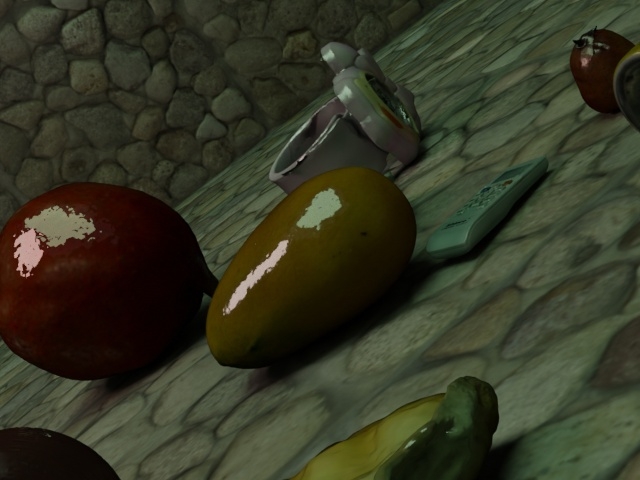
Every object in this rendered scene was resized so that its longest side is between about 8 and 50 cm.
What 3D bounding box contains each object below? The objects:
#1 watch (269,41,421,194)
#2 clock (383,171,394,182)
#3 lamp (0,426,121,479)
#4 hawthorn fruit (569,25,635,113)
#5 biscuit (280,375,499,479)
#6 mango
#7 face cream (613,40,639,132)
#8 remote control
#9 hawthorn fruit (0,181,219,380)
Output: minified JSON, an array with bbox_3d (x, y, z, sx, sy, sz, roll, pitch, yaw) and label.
[{"bbox_3d":[0.025,-0.157,1.517,0.217,0.211,0.248,-40,19,20],"label":"watch"},{"bbox_3d":[0.000,0.000,1.233,0.236,0.053,0.236,-32,-2,-1],"label":"clock"},{"bbox_3d":[-0.210,0.227,0.696,0.180,0.180,0.258,-40,-9,-18],"label":"lamp"},{"bbox_3d":[0.307,-0.188,1.070,0.081,0.093,0.081,-34,15,10],"label":"hawthorn fruit"},{"bbox_3d":[-0.002,0.198,0.548,0.335,0.078,0.329,-40,11,-18],"label":"biscuit"},{"bbox_3d":[-0.014,0.026,1.037,0.254,0.139,0.175,-37,9,19],"label":"mango"},{"bbox_3d":[0.408,-0.222,0.912,0.349,0.105,0.105,-41,14,-24],"label":"face cream"},{"bbox_3d":[0.173,-0.034,1.016,0.162,0.029,0.061,-39,14,-34],"label":"remote control"},{"bbox_3d":[-0.313,0.050,1.401,0.311,0.295,0.295,-32,13,33],"label":"hawthorn fruit"}]
